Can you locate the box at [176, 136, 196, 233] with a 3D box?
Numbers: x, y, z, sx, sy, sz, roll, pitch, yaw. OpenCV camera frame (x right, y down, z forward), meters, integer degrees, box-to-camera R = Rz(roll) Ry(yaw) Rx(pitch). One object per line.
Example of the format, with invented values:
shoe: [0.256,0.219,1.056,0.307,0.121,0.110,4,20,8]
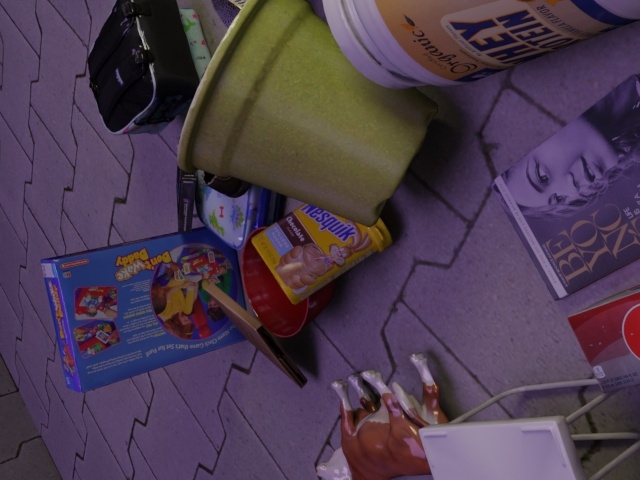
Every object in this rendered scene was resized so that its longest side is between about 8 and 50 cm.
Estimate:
box: [-0.249,-0.104,1.352,0.162,0.029,0.116,-110,26,-54]

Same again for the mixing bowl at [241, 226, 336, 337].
mixing bowl: [-0.039,0.059,1.198,0.181,0.098,0.181,19,115,48]

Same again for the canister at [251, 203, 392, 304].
canister: [0.000,0.000,1.066,0.126,0.170,0.073,54,176,25]

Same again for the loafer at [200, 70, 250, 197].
loafer: [-0.159,-0.179,1.162,0.080,0.078,0.220,-17,79,39]

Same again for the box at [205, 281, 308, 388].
box: [-0.116,0.165,1.300,0.201,0.021,0.164,30,159,52]

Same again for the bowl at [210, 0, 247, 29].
bowl: [-0.080,-0.337,1.120,0.170,0.080,0.170,42,175,5]

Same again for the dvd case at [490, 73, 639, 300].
dvd case: [0.300,-0.049,0.804,0.221,0.018,0.164,-43,68,49]

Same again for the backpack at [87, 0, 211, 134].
backpack: [-0.324,-0.316,1.364,0.253,0.191,0.225,-29,75,44]

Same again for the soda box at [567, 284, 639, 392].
soda box: [0.374,0.065,0.693,0.263,0.083,0.092,-34,75,50]

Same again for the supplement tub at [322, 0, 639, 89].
supplement tub: [0.170,-0.285,0.724,0.316,0.228,0.228,-11,92,53]

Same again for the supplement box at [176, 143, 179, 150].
supplement box: [-0.238,-0.169,1.427,0.098,0.036,0.062,-12,91,53]

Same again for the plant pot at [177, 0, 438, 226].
plant pot: [-0.002,-0.152,0.934,0.254,0.276,0.276,28,131,-1]

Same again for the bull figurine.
bull figurine: [0.088,0.289,1.107,0.310,0.101,0.188,-32,74,51]

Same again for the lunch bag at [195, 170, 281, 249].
lunch bag: [-0.140,-0.103,1.281,0.176,0.090,0.219,34,125,42]

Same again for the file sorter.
file sorter: [0.274,0.312,0.821,0.193,0.173,0.277,-22,84,51]

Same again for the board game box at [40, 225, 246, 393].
board game box: [-0.310,0.113,1.352,0.078,0.347,0.233,-2,99,52]
